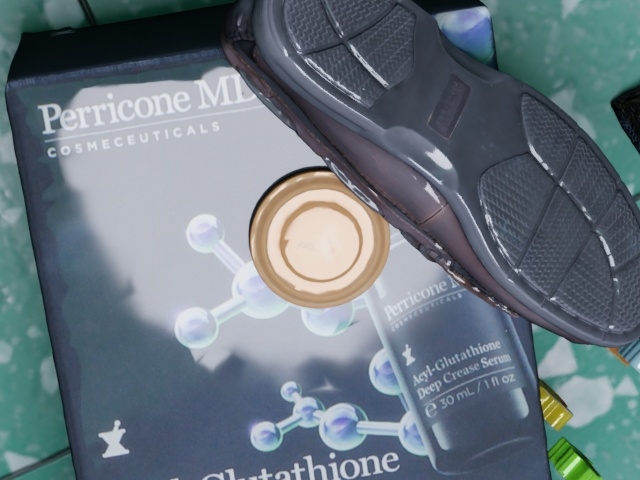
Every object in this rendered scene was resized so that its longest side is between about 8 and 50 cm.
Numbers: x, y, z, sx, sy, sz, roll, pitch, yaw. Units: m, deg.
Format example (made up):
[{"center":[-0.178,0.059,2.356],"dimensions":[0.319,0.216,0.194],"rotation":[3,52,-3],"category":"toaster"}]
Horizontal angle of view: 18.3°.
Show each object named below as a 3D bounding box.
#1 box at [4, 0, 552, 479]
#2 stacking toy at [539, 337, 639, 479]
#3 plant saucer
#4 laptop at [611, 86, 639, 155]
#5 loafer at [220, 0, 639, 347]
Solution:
[{"center":[-0.022,0.048,1.291],"dimensions":[0.293,0.212,0.395],"rotation":[-10,104,-3],"category":"box"},{"center":[0.211,0.077,1.316],"dimensions":[0.052,0.221,0.167],"rotation":[41,97,-13],"category":"stacking toy"},{"center":[0.000,0.000,1.165],"dimensions":[0.083,0.013,0.083],"rotation":[-1,103,-5],"category":"plant saucer"},{"center":[0.384,-0.084,1.404],"dimensions":[0.264,0.136,0.234],"rotation":[-28,106,28],"category":"laptop"},{"center":[0.069,-0.048,1.136],"dimensions":[0.302,0.095,0.109],"rotation":[41,66,-18],"category":"loafer"}]
